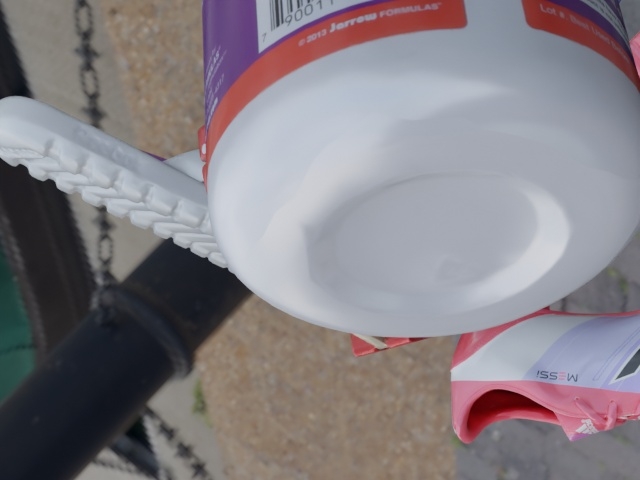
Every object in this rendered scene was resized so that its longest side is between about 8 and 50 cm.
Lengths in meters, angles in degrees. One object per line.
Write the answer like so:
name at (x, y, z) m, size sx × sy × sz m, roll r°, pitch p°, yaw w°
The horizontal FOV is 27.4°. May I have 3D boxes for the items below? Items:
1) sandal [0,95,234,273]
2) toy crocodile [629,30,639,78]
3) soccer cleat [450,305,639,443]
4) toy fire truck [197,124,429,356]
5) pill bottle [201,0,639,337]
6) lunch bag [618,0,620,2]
sandal at (-0.104, -0.050, 1.231) m, size 0.416 × 0.102 × 0.169 m, roll 26°, pitch 165°, yaw -27°
toy crocodile at (0.377, -0.200, 1.478) m, size 0.115 × 0.105 × 0.340 m, roll 51°, pitch 125°, yaw 23°
soccer cleat at (0.190, 0.080, 0.793) m, size 0.248 × 0.095 × 0.083 m, roll -4°, pitch 149°, yaw 35°
toy fire truck at (0.000, 0.000, 0.846) m, size 0.047 × 0.135 × 0.192 m, roll -18°, pitch 161°, yaw 32°
pill bottle at (0.035, -0.130, 0.602) m, size 0.181 × 0.323 × 0.181 m, roll -3°, pitch 146°, yaw -2°
lunch bag at (0.066, -0.218, 0.862) m, size 0.303 × 0.243 × 0.115 m, roll 49°, pitch 158°, yaw -28°
